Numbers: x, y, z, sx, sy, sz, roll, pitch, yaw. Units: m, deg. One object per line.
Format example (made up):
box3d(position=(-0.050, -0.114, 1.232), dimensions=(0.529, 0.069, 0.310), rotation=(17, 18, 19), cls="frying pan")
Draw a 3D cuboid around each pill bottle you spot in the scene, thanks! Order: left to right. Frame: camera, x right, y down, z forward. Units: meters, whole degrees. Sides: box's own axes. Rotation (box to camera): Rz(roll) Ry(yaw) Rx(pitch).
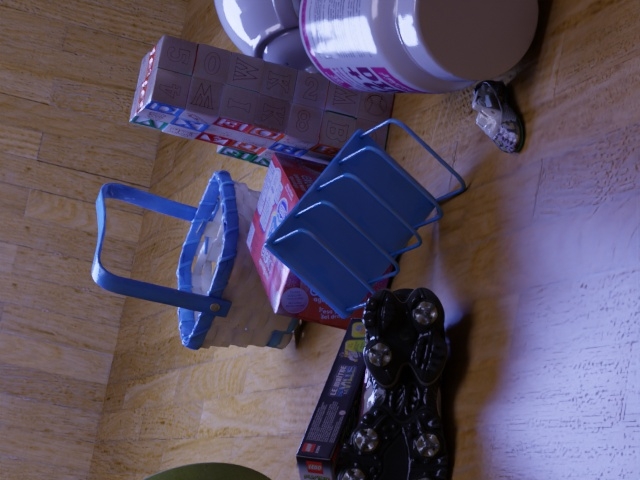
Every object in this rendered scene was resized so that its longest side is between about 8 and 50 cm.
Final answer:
box3d(position=(0.098, -0.231, 1.797), dimensions=(0.283, 0.160, 0.160), rotation=(-167, 91, -68), cls="pill bottle")

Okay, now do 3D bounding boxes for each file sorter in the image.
box3d(position=(0.050, -0.026, 1.810), dimensions=(0.170, 0.118, 0.104), rotation=(-51, 10, -21), cls="file sorter")

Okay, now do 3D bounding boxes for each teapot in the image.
box3d(position=(-0.016, -0.285, 2.202), dimensions=(0.252, 0.256, 0.187), rotation=(-36, 52, 49), cls="teapot")

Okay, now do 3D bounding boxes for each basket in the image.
box3d(position=(-0.160, 0.025, 2.323), dimensions=(0.255, 0.289, 0.201), rotation=(-96, 29, -59), cls="basket")

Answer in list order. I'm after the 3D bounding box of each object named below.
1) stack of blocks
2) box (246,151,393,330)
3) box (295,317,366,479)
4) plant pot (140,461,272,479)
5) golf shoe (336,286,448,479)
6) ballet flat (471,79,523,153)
box3d(position=(-0.079, -0.159, 2.177), dimensions=(0.171, 0.297, 0.087), rotation=(154, 128, -70), cls="stack of blocks")
box3d(position=(0.000, 0.000, 2.081), dimensions=(0.257, 0.122, 0.128), rotation=(-118, 44, -68), cls="box")
box3d(position=(0.027, 0.188, 1.778), dimensions=(0.207, 0.036, 0.114), rotation=(-66, -25, -47), cls="box")
box3d(position=(-0.107, 0.438, 1.892), dimensions=(0.293, 0.274, 0.275), rotation=(58, 134, 50), cls="plant pot")
box3d(position=(0.081, 0.184, 1.723), dimensions=(0.120, 0.105, 0.273), rotation=(63, -144, -76), cls="golf shoe")
box3d(position=(0.170, -0.123, 1.727), dimensions=(0.114, 0.041, 0.041), rotation=(-99, 27, -55), cls="ballet flat")
